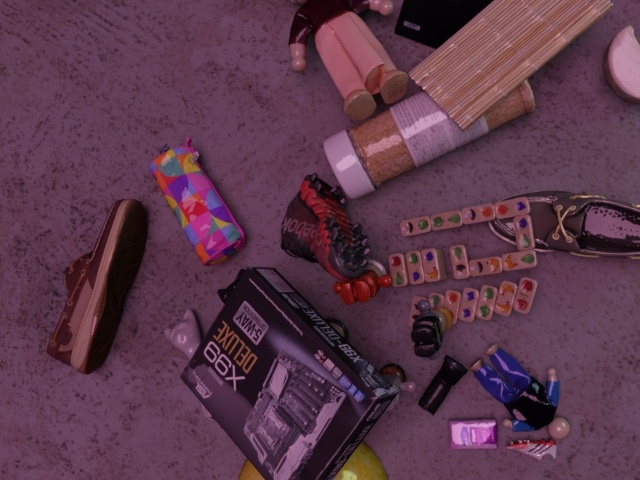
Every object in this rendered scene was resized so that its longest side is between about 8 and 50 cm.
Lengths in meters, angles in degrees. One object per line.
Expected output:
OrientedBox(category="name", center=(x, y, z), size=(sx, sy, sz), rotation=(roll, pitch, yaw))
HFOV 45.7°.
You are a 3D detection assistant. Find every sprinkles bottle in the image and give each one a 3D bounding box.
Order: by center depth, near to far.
OrientedBox(category="sprinkles bottle", center=(0.184, -0.197, 1.313), size=(0.355, 0.121, 0.121), rotation=(-26, 80, 10))

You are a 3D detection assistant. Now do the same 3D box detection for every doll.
OrientedBox(category="doll", center=(0.345, 0.258, 1.278), size=(0.129, 0.046, 0.189), rotation=(-46, 77, 7))

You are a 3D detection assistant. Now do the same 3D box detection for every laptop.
OrientedBox(category="laptop", center=(0.296, -0.470, 1.365), size=(0.234, 0.137, 0.264), rotation=(24, 66, 13))

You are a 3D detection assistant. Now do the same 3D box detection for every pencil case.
OrientedBox(category="pencil case", center=(-0.228, -0.069, 1.411), size=(0.104, 0.104, 0.236), rotation=(-32, 81, 9))

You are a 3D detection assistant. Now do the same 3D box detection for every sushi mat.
OrientedBox(category="sushi mat", center=(0.306, -0.327, 1.240), size=(0.316, 0.019, 0.151), rotation=(-40, 61, 2))

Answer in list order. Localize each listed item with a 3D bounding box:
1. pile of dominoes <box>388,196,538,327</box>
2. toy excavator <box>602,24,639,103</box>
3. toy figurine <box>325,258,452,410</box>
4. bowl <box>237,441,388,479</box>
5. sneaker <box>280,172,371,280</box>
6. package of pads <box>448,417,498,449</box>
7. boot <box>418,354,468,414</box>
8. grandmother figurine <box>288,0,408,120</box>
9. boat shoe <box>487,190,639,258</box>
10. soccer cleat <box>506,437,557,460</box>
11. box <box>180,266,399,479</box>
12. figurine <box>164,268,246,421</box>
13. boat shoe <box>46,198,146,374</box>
OrientedBox(category="pile of dominoes", center=(0.239, 0.043, 1.285), size=(0.251, 0.040, 0.196), rotation=(-11, 84, 30))
OrientedBox(category="toy excavator", center=(0.663, -0.463, 1.195), size=(0.432, 0.222, 0.446), rotation=(-6, 93, 14))
OrientedBox(category="toy figurine", center=(0.094, 0.160, 1.283), size=(0.209, 0.148, 0.213), rotation=(32, 107, 7))
OrientedBox(category="bowl", center=(-0.028, 0.464, 1.292), size=(0.289, 0.156, 0.290), rotation=(-1, 85, 12))
OrientedBox(category="sneaker", center=(0.000, 0.000, 1.300), size=(0.097, 0.276, 0.135), rotation=(29, 110, -30))
OrientedBox(category="package of pads", center=(0.261, 0.331, 1.299), size=(0.083, 0.032, 0.050), rotation=(-4, 87, 13))
OrientedBox(category="boot", center=(0.202, 0.244, 1.277), size=(0.045, 0.121, 0.099), rotation=(37, 88, 15))
OrientedBox(category="grandmother figurine", center=(0.031, -0.379, 1.342), size=(0.207, 0.104, 0.342), rotation=(-26, 65, -9))
OrientedBox(category="boat shoe", center=(0.431, -0.027, 1.258), size=(0.304, 0.091, 0.109), rotation=(8, 87, 13))
OrientedBox(category="soccer cleat", center=(0.355, 0.353, 1.278), size=(0.083, 0.029, 0.036), rotation=(-5, 80, 8))
OrientedBox(category="box", center=(-0.061, 0.228, 1.214), size=(0.307, 0.076, 0.242), rotation=(43, 110, 27))
OrientedBox(category="figurine", center=(-0.171, 0.191, 1.390), size=(0.214, 0.092, 0.209), rotation=(-35, 71, 9))
OrientedBox(category="boat shoe", center=(-0.433, 0.075, 1.437), size=(0.123, 0.123, 0.342), rotation=(19, 96, 12))
